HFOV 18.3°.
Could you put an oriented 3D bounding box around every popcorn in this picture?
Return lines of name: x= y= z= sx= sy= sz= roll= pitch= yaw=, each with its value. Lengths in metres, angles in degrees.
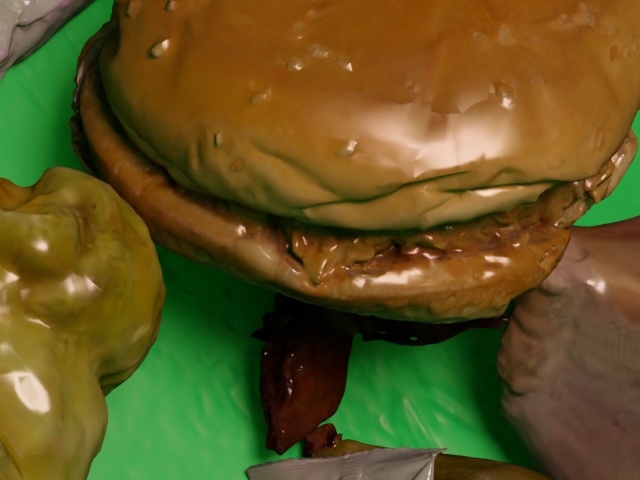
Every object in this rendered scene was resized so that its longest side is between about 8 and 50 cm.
popcorn: x=-0.211 y=0.076 z=0.891 sx=0.225 sy=0.174 sz=0.286 roll=25 pitch=63 yaw=-5

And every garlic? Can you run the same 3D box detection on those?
garlic: x=0.271 y=0.070 z=1.106 sx=0.340 sy=0.246 sz=0.231 roll=-24 pitch=122 yaw=-42

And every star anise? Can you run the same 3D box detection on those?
star anise: x=-0.007 y=0.007 z=1.030 sx=0.140 sy=0.158 sz=0.144 roll=-32 pitch=124 yaw=3

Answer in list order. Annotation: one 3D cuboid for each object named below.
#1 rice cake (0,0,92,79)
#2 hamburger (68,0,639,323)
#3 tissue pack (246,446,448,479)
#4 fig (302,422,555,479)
rice cake: x=-0.219 y=-0.120 z=1.039 sx=0.127 sy=0.043 sz=0.237 roll=48 pitch=60 yaw=3
hamburger: x=0.023 y=-0.096 z=1.004 sx=0.319 sy=0.158 sz=0.318 roll=2 pitch=41 yaw=-2
tissue pack: x=0.004 y=0.193 z=0.961 sx=0.026 sy=0.122 sz=0.193 roll=29 pitch=56 yaw=-41
fig: x=0.068 y=0.158 z=0.996 sx=0.185 sy=0.126 sz=0.133 roll=43 pitch=74 yaw=-3
